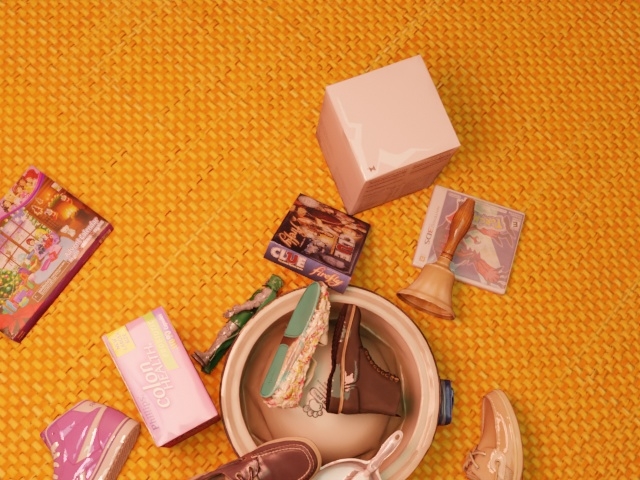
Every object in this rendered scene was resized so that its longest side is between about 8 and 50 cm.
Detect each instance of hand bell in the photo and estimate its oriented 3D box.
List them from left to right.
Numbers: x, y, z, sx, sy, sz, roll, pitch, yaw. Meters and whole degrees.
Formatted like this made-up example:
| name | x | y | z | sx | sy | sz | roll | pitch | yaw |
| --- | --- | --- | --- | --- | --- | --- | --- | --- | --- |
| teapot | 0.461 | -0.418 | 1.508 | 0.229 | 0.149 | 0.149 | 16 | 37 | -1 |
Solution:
| name | x | y | z | sx | sy | sz | roll | pitch | yaw |
| --- | --- | --- | --- | --- | --- | --- | --- | --- | --- |
| hand bell | 0.255 | 0.024 | 1.709 | 0.126 | 0.126 | 0.242 | 24 | 78 | 1 |

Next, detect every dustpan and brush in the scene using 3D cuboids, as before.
| name | x | y | z | sx | sy | sz | roll | pitch | yaw |
| --- | --- | --- | --- | --- | --- | --- | --- | --- | --- |
| dustpan and brush | 0.071 | 0.415 | 1.487 | 0.147 | 0.060 | 0.211 | 41 | 77 | 5 |

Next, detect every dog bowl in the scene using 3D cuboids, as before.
| name | x | y | z | sx | sy | sz | roll | pitch | yaw |
| --- | --- | --- | --- | --- | --- | --- | --- | --- | --- |
| dog bowl | 0.015 | 0.292 | 1.619 | 0.407 | 0.150 | 0.408 | 1 | 77 | -5 |

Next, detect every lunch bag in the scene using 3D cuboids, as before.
| name | x | y | z | sx | sy | sz | roll | pitch | yaw |
| --- | --- | --- | --- | --- | --- | --- | --- | --- | --- |
| lunch bag | 0.229 | 0.314 | 1.674 | 0.065 | 0.067 | 0.099 | 3 | 75 | -5 |

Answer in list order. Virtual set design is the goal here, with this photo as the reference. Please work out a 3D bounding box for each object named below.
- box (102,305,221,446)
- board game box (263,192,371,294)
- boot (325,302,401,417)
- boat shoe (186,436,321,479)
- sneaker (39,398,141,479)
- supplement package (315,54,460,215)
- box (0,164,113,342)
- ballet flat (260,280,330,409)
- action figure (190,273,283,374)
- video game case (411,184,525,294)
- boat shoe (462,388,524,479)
| name | x | y | z | sx | sy | sz | roll | pitch | yaw |
| --- | --- | --- | --- | --- | --- | --- | --- | --- | --- |
| box | -0.282 | 0.255 | 1.554 | 0.117 | 0.243 | 0.214 | -27 | 80 | -10 |
| board game box | 0.000 | 0.000 | 1.657 | 0.165 | 0.243 | 0.042 | 24 | 117 | 0 |
| boot | 0.089 | 0.218 | 1.536 | 0.136 | 0.077 | 0.198 | 9 | 89 | -7 |
| boat shoe | -0.133 | 0.421 | 1.460 | 0.285 | 0.092 | 0.103 | -22 | 89 | 14 |
| sneaker | -0.468 | 0.433 | 1.579 | 0.161 | 0.102 | 0.282 | 24 | 69 | 8 |
| supplement package | 0.123 | -0.199 | 1.686 | 0.198 | 0.263 | 0.199 | -20 | 80 | -9 |
| box | -0.580 | 0.025 | 1.677 | 0.200 | 0.057 | 0.293 | 35 | 76 | 5 |
| ballet flat | -0.032 | 0.192 | 1.532 | 0.077 | 0.091 | 0.241 | 31 | 79 | -29 |
| action figure | -0.155 | 0.152 | 1.661 | 0.063 | 0.137 | 0.232 | 45 | 67 | -4 |
| video game case | 0.309 | -0.002 | 1.779 | 0.201 | 0.023 | 0.184 | 18 | 76 | -1 |
| boat shoe | 0.328 | 0.439 | 1.635 | 0.098 | 0.109 | 0.303 | -1 | 82 | -6 |
